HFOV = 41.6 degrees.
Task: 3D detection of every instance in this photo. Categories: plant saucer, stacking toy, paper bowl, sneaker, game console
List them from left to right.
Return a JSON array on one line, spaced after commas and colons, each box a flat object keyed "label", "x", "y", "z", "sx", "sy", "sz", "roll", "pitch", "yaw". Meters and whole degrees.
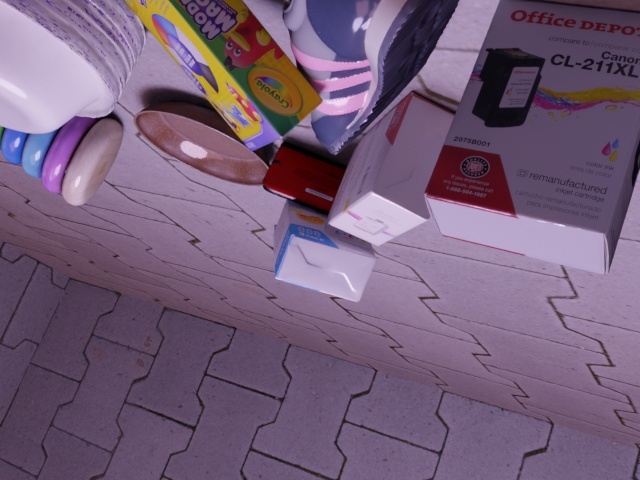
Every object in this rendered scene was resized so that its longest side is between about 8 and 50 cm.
[{"label": "paper bowl", "x": -0.342, "y": -0.218, "z": 0.886, "sx": 0.284, "sy": 0.148, "sz": 0.284, "roll": 20, "pitch": 167, "yaw": 5}, {"label": "stacking toy", "x": -0.465, "y": -0.183, "z": 1.228, "sx": 0.330, "sy": 0.141, "sz": 0.141, "roll": 27, "pitch": 165, "yaw": -5}, {"label": "plant saucer", "x": -0.151, "y": -0.134, "z": 1.125, "sx": 0.198, "sy": 0.036, "sz": 0.198, "roll": 20, "pitch": 166, "yaw": 5}, {"label": "game console", "x": 0.002, "y": -0.060, "z": 1.087, "sx": 0.144, "sy": 0.124, "sz": 0.085, "roll": 21, "pitch": 139, "yaw": 2}, {"label": "sneaker", "x": 0.019, "y": -0.171, "z": 0.682, "sx": 0.131, "sy": 0.112, "sz": 0.319, "roll": 42, "pitch": 166, "yaw": 3}]

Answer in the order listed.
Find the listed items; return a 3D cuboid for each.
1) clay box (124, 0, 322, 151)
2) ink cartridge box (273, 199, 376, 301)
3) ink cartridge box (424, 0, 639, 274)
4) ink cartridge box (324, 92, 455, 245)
[{"label": "clay box", "x": -0.100, "y": -0.178, "z": 0.697, "sx": 0.222, "sy": 0.053, "sz": 0.127, "roll": 49, "pitch": 169, "yaw": -11}, {"label": "ink cartridge box", "x": 0.000, "y": 0.000, "z": 1.035, "sx": 0.104, "sy": 0.062, "sz": 0.181, "roll": 17, "pitch": -162, "yaw": -11}, {"label": "ink cartridge box", "x": 0.166, "y": -0.080, "z": 0.607, "sx": 0.127, "sy": 0.175, "sz": 0.072, "roll": 14, "pitch": 161, "yaw": 25}, {"label": "ink cartridge box", "x": 0.071, "y": -0.065, "z": 0.902, "sx": 0.067, "sy": 0.115, "sz": 0.198, "roll": 25, "pitch": 166, "yaw": -10}]
